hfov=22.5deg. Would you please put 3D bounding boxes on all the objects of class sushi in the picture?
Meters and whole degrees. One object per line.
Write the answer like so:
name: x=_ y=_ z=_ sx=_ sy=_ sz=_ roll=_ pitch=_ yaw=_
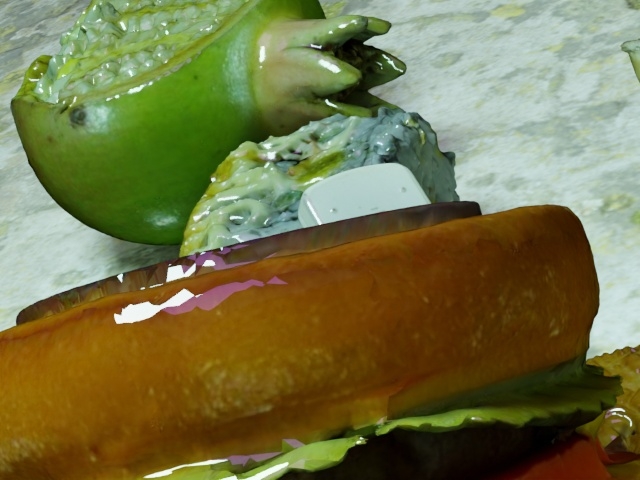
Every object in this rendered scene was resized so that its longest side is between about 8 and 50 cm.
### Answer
sushi: x=0.000 y=0.000 z=1.205 sx=0.184 sy=0.139 sz=0.274 roll=-13 pitch=29 yaw=26

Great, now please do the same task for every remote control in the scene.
remote control: x=0.058 y=0.030 z=1.044 sx=0.088 sy=0.029 sz=0.190 roll=-18 pitch=59 yaw=-23

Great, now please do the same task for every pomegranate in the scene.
pomegranate: x=-0.087 y=-0.113 z=1.421 sx=0.359 sy=0.216 sz=0.310 roll=4 pitch=36 yaw=30

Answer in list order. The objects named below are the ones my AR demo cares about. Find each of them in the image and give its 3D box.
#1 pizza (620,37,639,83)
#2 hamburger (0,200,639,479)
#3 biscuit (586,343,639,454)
pizza: x=0.320 y=-0.133 z=1.295 sx=0.188 sy=0.080 sz=0.204 roll=-8 pitch=7 yaw=-25
hamburger: x=0.001 y=0.126 z=0.754 sx=0.330 sy=0.250 sz=0.330 roll=-13 pitch=-4 yaw=-1
biscuit: x=0.183 y=0.117 z=0.953 sx=0.188 sy=0.027 sz=0.188 roll=-19 pitch=26 yaw=9
